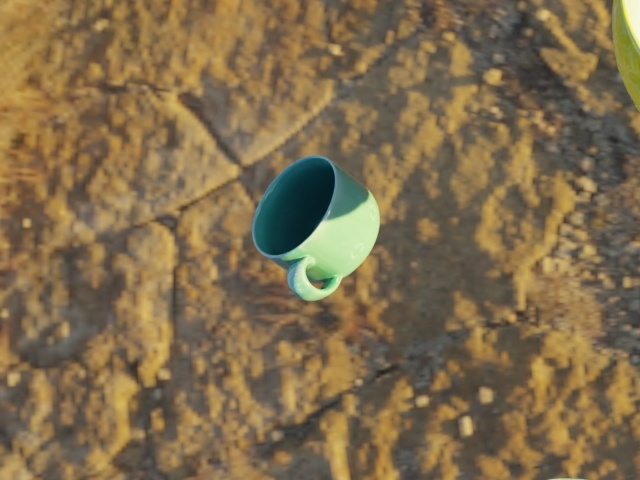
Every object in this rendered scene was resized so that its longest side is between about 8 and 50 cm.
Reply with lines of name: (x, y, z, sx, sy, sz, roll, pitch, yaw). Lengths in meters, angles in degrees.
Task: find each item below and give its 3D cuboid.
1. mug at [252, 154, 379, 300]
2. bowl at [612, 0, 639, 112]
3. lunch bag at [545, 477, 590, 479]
mug: (-0.003, -0.005, 1.777, 0.129, 0.097, 0.157, 13, 73, 52)
bowl: (0.382, -0.152, 1.418, 0.289, 0.289, 0.156, 57, 154, 23)
lunch bag: (0.276, 0.327, 1.388, 0.279, 0.224, 0.107, 12, 124, 18)
